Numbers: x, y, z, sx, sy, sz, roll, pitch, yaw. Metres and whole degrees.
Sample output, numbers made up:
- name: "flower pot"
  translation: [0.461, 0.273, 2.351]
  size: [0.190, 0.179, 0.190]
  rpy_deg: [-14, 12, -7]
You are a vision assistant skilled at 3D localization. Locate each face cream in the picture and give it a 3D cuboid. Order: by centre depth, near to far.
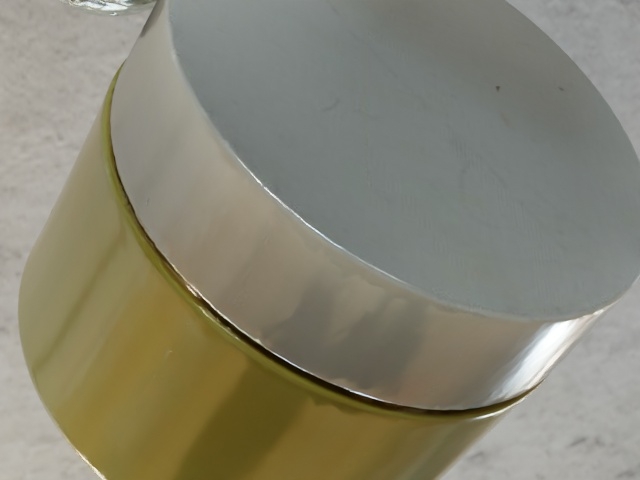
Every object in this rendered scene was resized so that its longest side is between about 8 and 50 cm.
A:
- name: "face cream"
  translation: [0.000, 0.000, 0.580]
  size: [0.218, 0.218, 0.179]
  rpy_deg: [7, 137, -31]

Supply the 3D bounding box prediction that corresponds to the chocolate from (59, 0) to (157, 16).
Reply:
- name: "chocolate"
  translation: [-0.111, -0.194, 0.676]
  size: [0.110, 0.248, 0.110]
  rpy_deg: [-6, 124, -10]
